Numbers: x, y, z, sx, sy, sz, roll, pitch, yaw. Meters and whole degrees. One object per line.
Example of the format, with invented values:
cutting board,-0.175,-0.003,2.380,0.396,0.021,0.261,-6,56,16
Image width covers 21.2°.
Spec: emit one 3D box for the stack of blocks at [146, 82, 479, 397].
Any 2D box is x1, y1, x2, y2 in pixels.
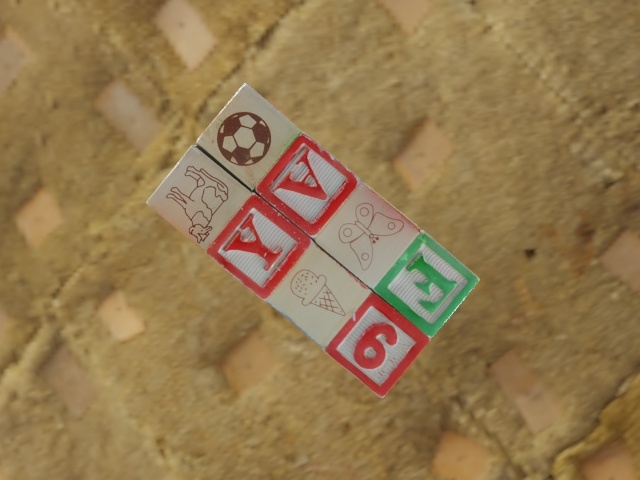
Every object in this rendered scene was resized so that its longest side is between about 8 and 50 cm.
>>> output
stack of blocks,0.000,0.000,1.078,0.171,0.297,0.087,39,-89,2
